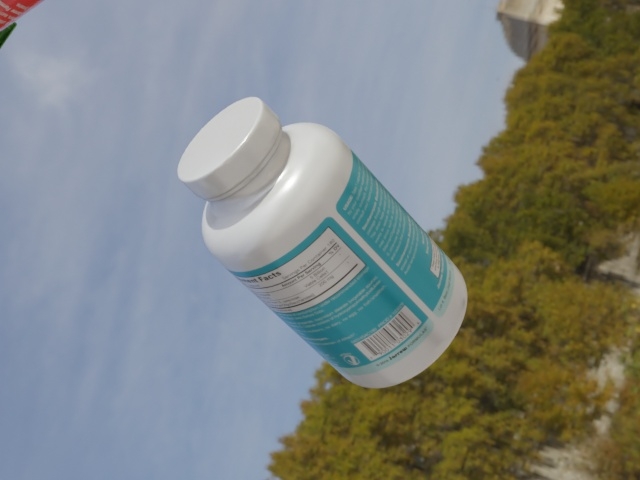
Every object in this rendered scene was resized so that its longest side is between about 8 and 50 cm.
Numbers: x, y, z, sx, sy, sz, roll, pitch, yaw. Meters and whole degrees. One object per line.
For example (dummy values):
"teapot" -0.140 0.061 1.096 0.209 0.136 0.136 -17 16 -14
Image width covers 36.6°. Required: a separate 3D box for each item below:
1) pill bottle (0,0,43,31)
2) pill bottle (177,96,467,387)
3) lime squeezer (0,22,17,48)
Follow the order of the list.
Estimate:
"pill bottle" -0.476 -0.335 1.169 0.408 0.229 0.229 -33 -18 8
"pill bottle" 0.000 0.000 0.833 0.264 0.146 0.146 46 -124 -29
"lime squeezer" -0.445 -0.170 1.185 0.110 0.059 0.310 -56 21 32
